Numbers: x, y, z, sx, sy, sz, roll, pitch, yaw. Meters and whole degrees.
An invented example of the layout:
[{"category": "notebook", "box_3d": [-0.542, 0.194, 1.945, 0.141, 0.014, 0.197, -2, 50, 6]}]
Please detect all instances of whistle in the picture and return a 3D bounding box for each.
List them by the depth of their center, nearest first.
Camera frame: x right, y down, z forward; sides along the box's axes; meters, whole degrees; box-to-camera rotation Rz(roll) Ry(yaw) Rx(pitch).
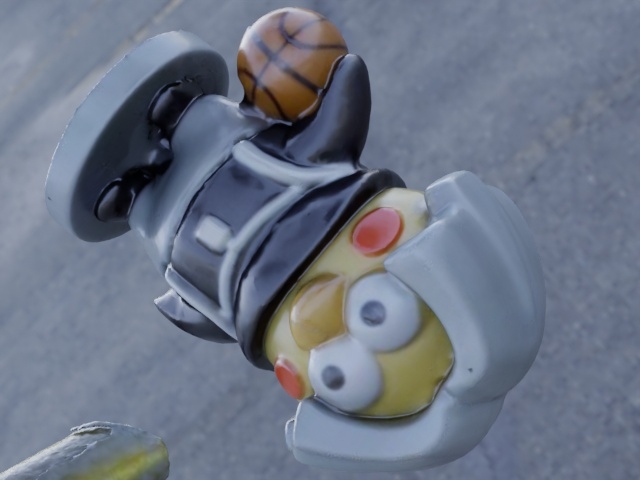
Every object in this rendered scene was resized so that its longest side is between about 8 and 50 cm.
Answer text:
[{"category": "whistle", "box_3d": [-0.239, 0.194, 1.025, 0.326, 0.057, 0.068, -28, 21, -25]}]

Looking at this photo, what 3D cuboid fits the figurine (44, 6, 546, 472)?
[{"category": "figurine", "box_3d": [0.000, 0.000, 0.816, 0.176, 0.236, 0.133, -59, -19, 21]}]
